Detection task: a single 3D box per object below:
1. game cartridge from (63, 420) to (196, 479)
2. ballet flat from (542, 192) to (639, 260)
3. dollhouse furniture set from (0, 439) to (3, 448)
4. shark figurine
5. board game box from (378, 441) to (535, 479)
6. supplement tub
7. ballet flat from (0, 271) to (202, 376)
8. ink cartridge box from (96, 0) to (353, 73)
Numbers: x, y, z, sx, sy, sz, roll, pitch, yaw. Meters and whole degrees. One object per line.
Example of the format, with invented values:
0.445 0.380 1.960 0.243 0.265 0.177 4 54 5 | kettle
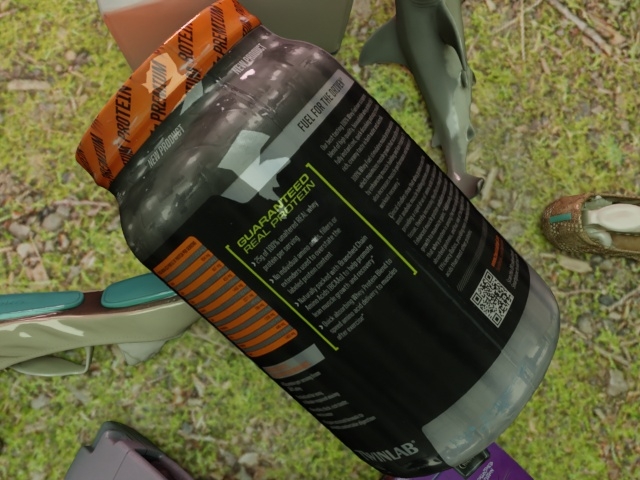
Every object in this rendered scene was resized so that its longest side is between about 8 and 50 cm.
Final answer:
-0.125 0.287 0.464 0.297 0.062 0.198 20 84 41 | game cartridge
0.322 -0.011 0.610 0.206 0.067 0.073 0 83 -5 | ballet flat
-0.362 0.176 0.505 0.151 0.123 0.144 -23 85 -7 | dollhouse furniture set
0.093 -0.158 0.611 0.116 0.166 0.279 -6 102 20 | shark figurine
0.079 0.345 0.561 0.208 0.056 0.347 43 82 5 | board game box
0.000 0.000 0.484 0.338 0.207 0.207 45 82 -12 | supplement tub
-0.195 0.076 0.562 0.248 0.086 0.086 -7 84 -4 | ballet flat
-0.105 -0.298 0.544 0.198 0.197 0.270 -16 85 -6 | ink cartridge box
